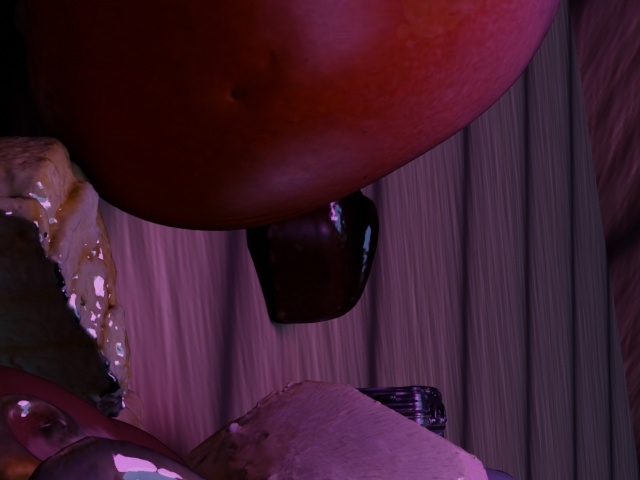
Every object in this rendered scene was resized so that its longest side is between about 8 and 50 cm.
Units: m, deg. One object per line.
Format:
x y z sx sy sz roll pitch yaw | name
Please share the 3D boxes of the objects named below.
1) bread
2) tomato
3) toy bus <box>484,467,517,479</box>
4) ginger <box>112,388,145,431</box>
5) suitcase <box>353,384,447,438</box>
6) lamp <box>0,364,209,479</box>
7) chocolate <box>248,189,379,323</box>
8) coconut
-0.148 0.015 0.865 0.110 0.103 0.156 -90 172 -53 | bread
-0.016 -0.162 0.943 0.321 0.321 0.322 -3 90 -73 | tomato
0.107 0.322 1.500 0.232 0.194 0.288 -40 125 -84 | toy bus
-0.134 0.164 0.913 0.213 0.074 0.137 -67 156 -66 | ginger
0.031 0.142 1.354 0.086 0.126 0.059 12 74 -73 | suitcase
-0.122 0.186 0.611 0.303 0.257 0.303 32 33 -23 | lamp
0.000 0.000 1.361 0.149 0.080 0.125 51 39 -65 | chocolate
0.004 0.200 1.089 0.230 0.227 0.227 75 19 -54 | coconut
